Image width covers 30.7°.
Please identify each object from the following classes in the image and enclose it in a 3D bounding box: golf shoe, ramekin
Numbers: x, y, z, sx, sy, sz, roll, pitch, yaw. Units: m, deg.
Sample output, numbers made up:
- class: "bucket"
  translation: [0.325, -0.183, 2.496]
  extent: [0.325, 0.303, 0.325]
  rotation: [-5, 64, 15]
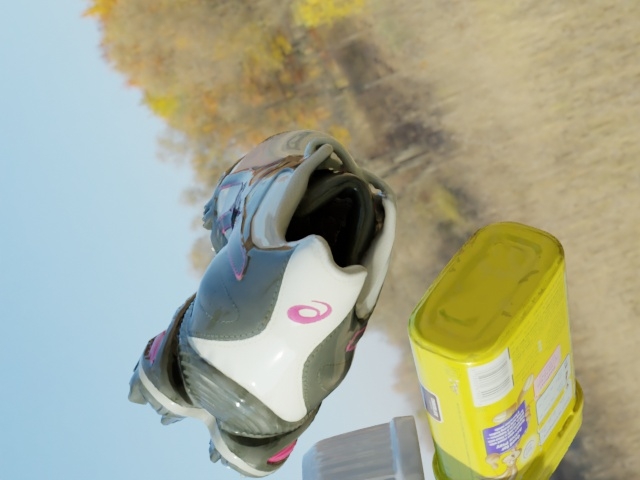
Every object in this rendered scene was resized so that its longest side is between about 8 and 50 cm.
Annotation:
- class: "golf shoe"
  translation: [0.000, 0.000, 0.587]
  extent: [0.105, 0.120, 0.273]
  rotation: [33, -152, -11]
- class: "ramekin"
  translation: [0.048, 0.270, 1.070]
  extent: [0.207, 0.109, 0.207]
  rotation: [-8, -90, -87]

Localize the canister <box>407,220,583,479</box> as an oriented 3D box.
- class: "canister"
  translation: [0.118, 0.086, 0.765]
  extent: [0.073, 0.126, 0.170]
  rotation: [21, 144, 32]
